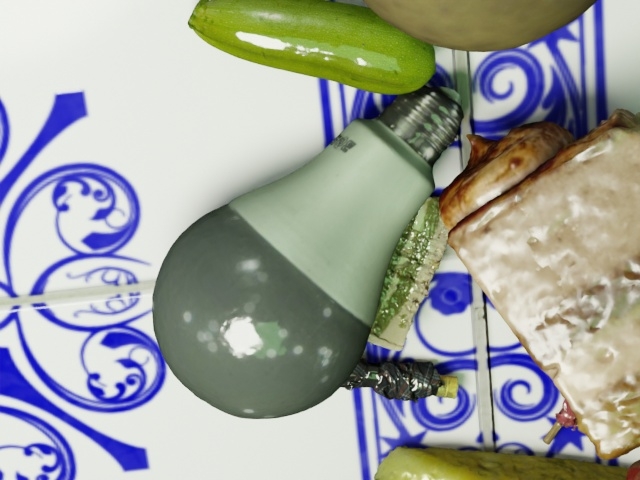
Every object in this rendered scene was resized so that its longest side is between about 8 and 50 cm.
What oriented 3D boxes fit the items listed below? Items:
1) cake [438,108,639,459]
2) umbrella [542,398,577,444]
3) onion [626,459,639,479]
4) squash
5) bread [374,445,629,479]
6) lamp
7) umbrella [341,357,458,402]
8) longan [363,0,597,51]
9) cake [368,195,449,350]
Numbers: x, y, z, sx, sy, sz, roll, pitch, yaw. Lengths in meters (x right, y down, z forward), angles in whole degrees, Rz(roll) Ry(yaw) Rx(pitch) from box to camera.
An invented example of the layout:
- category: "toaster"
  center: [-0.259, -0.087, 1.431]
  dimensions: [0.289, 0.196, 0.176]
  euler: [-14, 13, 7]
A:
- category: "cake"
  center: [0.235, 0.009, 1.593]
  dimensions: [0.199, 0.196, 0.293]
  euler: [-37, 82, 15]
- category: "umbrella"
  center: [0.246, 0.120, 1.767]
  dimensions: [0.027, 0.025, 0.165]
  euler: [32, 112, 5]
- category: "onion"
  center: [0.427, 0.232, 1.552]
  dimensions: [0.341, 0.341, 0.341]
  euler: [-2, 119, -3]
- category: "squash"
  center: [-0.005, -0.160, 1.576]
  dimensions: [0.201, 0.066, 0.066]
  euler: [11, 118, -2]
- category: "bread"
  center: [0.218, 0.295, 1.847]
  dimensions: [0.362, 0.245, 0.233]
  euler: [27, 120, 16]
- category: "lamp"
  center: [-0.013, -0.001, 1.633]
  dimensions: [0.182, 0.182, 0.313]
  euler: [35, 78, -20]
- category: "umbrella"
  center: [0.051, 0.120, 1.747]
  dimensions: [0.144, 0.040, 0.037]
  euler: [8, 106, -9]
- category: "longan"
  center: [0.110, -0.263, 1.420]
  dimensions: [0.258, 0.258, 0.258]
  euler: [-2, 119, -3]
- category: "cake"
  center: [0.072, 0.023, 1.702]
  dimensions: [0.051, 0.055, 0.140]
  euler: [22, 98, -13]
